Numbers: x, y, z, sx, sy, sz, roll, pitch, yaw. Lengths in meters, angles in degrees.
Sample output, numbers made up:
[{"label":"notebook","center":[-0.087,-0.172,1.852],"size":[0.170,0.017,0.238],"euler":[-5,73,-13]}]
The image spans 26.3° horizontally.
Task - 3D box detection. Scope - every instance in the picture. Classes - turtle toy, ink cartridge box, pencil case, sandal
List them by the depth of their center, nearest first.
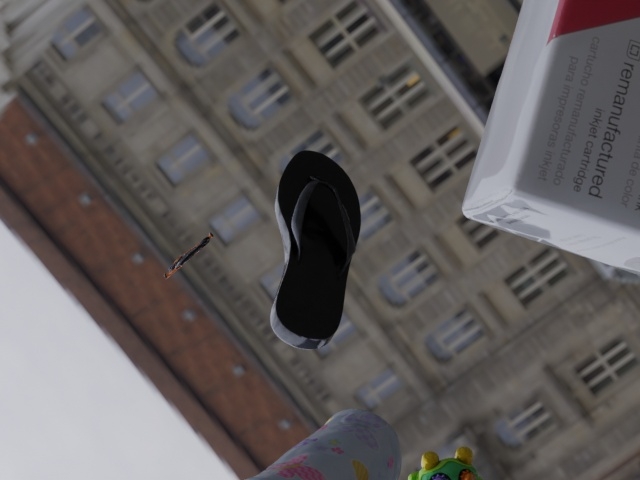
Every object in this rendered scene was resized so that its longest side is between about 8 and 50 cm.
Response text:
[{"label":"ink cartridge box","center":[0.278,-0.081,0.920],"size":[0.306,0.226,0.131],"euler":[17,171,-5]},{"label":"sandal","center":[0.001,0.001,1.481],"size":[0.097,0.054,0.254],"euler":[11,-129,-13]},{"label":"pencil case","center":[-0.008,0.288,1.611],"size":[0.273,0.124,0.113],"euler":[-25,-63,-60]},{"label":"turtle toy","center":[0.164,0.343,1.893],"size":[0.066,0.130,0.095],"euler":[-112,20,-53]}]

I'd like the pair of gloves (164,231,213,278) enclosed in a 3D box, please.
[{"label":"pair of gloves","center":[-0.166,0.017,1.723],"size":[0.010,0.074,0.083],"euler":[50,-176,-6]}]
